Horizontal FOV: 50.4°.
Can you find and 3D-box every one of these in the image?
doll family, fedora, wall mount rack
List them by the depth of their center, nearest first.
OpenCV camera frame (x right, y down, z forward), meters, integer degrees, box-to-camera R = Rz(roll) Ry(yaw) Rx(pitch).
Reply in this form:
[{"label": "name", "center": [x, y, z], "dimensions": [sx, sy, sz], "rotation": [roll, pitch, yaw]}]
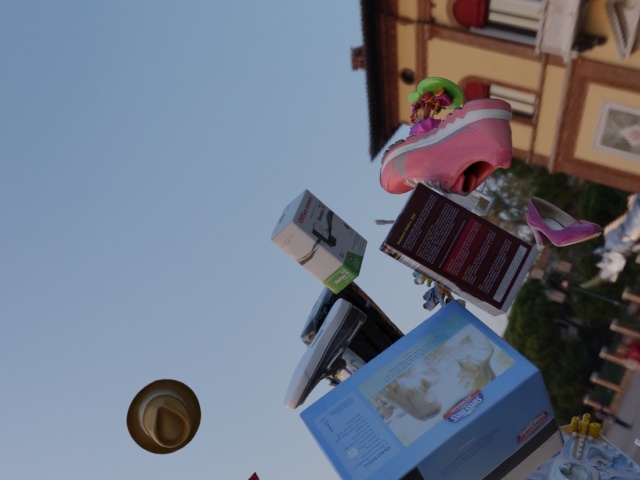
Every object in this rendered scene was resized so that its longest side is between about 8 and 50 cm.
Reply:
[{"label": "fedora", "center": [-0.369, 0.434, 1.638], "dimensions": [0.194, 0.079, 0.195], "rotation": [-4, -82, -25]}, {"label": "doll family", "center": [0.332, 0.127, 1.972], "dimensions": [0.163, 0.118, 0.263], "rotation": [116, 143, -64]}, {"label": "wall mount rack", "center": [0.337, -0.091, 2.025], "dimensions": [0.130, 0.304, 0.350], "rotation": [-49, -20, -42]}]

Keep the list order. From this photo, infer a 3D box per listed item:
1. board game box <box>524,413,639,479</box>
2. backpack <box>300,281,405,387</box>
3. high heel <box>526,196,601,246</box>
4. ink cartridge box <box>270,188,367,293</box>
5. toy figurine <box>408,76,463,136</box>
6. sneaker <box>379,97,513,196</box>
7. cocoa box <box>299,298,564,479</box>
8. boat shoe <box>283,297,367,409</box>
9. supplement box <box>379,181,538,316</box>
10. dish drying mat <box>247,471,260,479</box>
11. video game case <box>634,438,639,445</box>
[{"label": "board game box", "center": [0.643, 0.586, 1.715], "dimensions": [0.389, 0.390, 0.051], "rotation": [-5, -70, -19]}, {"label": "backpack", "center": [0.117, 0.309, 1.948], "dimensions": [0.273, 0.355, 0.290], "rotation": [-56, 3, 31]}, {"label": "high heel", "center": [0.534, -0.051, 1.507], "dimensions": [0.244, 0.082, 0.117], "rotation": [169, 87, -85]}, {"label": "ink cartridge box", "center": [0.000, 0.000, 1.609], "dimensions": [0.087, 0.208, 0.153], "rotation": [-41, 17, 33]}, {"label": "toy figurine", "center": [0.285, -0.334, 1.839], "dimensions": [0.130, 0.173, 0.159], "rotation": [38, -117, -33]}, {"label": "sneaker", "center": [0.217, -0.132, 1.231], "dimensions": [0.115, 0.313, 0.136], "rotation": [6, -113, -35]}, {"label": "cocoa box", "center": [0.187, 0.318, 1.142], "dimensions": [0.347, 0.231, 0.228], "rotation": [-35, -53, -9]}, {"label": "boat shoe", "center": [0.016, 0.296, 1.689], "dimensions": [0.301, 0.102, 0.108], "rotation": [-59, 7, -15]}, {"label": "supplement box", "center": [0.239, 0.017, 1.189], "dimensions": [0.130, 0.239, 0.073], "rotation": [-59, -3, -12]}, {"label": "dish drying mat", "center": [-0.120, 0.504, 1.348], "dimensions": [0.032, 0.008, 0.083], "rotation": [-33, -77, -59]}, {"label": "video game case", "center": [1.017, 0.622, 1.972], "dimensions": [0.143, 0.157, 0.019], "rotation": [36, -109, -87]}]
